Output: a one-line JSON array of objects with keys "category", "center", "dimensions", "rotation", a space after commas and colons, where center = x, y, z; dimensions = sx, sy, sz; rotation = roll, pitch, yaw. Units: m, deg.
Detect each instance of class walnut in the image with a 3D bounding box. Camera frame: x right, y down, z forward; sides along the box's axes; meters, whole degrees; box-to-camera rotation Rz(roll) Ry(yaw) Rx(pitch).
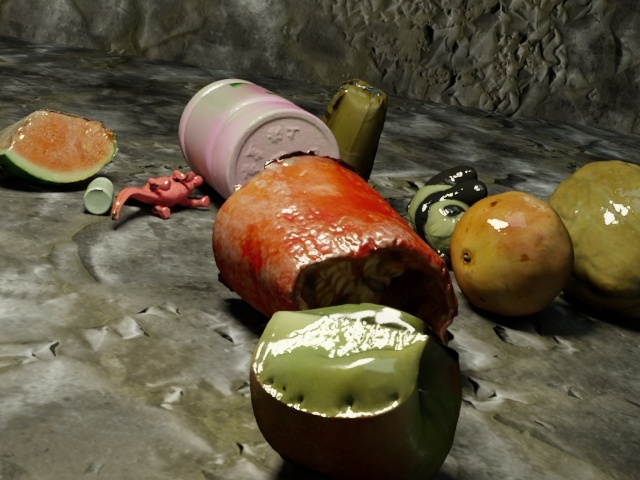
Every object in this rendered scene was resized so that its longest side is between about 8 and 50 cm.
[{"category": "walnut", "center": [0.487, -0.002, 1.738], "dimensions": [0.283, 0.227, 0.283], "rotation": [-17, 35, 13]}]

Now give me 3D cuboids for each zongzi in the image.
[{"category": "zongzi", "center": [0.055, -0.194, 2.086], "dimensions": [0.123, 0.260, 0.289], "rotation": [19, 18, 2]}]

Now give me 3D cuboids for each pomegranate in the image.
[{"category": "pomegranate", "center": [0.289, 0.020, 1.626], "dimensions": [0.191, 0.191, 0.191], "rotation": [9, 16, -3]}]

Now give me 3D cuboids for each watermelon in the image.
[{"category": "watermelon", "center": [-0.486, -0.147, 1.922], "dimensions": [0.231, 0.128, 0.146], "rotation": [11, -17, -43]}]

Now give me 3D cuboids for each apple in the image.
[{"category": "apple", "center": [0.034, 0.154, 1.061], "dimensions": [0.188, 0.174, 0.207], "rotation": [-5, 11, 27]}]

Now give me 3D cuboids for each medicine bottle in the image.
[{"category": "medicine bottle", "center": [-0.116, -0.163, 1.940], "dimensions": [0.212, 0.212, 0.325], "rotation": [3, 15, -23]}, {"category": "medicine bottle", "center": [-0.367, -0.075, 1.807], "dimensions": [0.047, 0.047, 0.083], "rotation": [7, 16, -9]}]

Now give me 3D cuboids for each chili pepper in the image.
[{"category": "chili pepper", "center": [0.019, 0.025, 1.392], "dimensions": [0.251, 0.229, 0.305], "rotation": [19, 9, -32]}]

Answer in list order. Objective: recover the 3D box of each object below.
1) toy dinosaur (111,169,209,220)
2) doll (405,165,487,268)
[{"category": "toy dinosaur", "center": [-0.306, -0.079, 1.854], "dimensions": [0.139, 0.070, 0.286], "rotation": [7, 16, 31]}, {"category": "doll", "center": [0.229, -0.036, 1.887], "dimensions": [0.135, 0.143, 0.234], "rotation": [-16, 20, -1]}]
